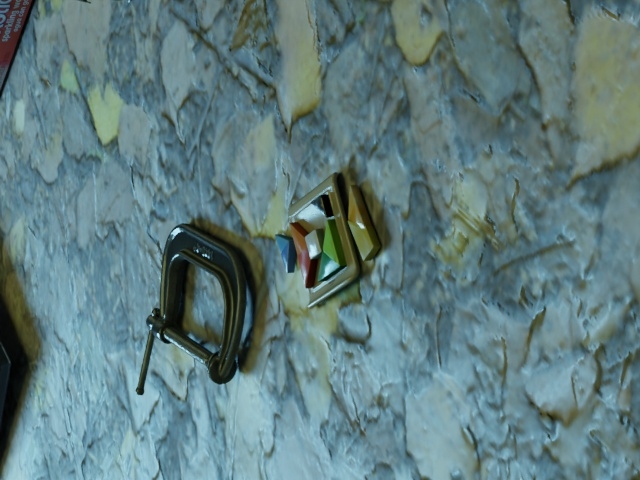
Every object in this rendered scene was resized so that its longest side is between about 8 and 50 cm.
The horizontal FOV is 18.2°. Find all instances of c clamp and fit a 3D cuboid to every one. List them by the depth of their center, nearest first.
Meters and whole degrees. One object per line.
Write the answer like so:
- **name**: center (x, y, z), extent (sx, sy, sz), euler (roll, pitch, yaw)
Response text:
- **c clamp**: center (-0.090, 0.059, 1.437), extent (0.160, 0.022, 0.137), euler (15, 100, 62)

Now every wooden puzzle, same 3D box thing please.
- **wooden puzzle**: center (0.000, 0.000, 1.268), extent (0.116, 0.014, 0.078), euler (-46, 52, 54)

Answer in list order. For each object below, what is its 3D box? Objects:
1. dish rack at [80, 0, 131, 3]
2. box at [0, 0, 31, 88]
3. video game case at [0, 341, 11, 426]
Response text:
- **dish rack**: center (-0.195, -0.294, 1.431), extent (0.074, 0.208, 0.271), euler (-56, -8, -50)
- **box**: center (-0.325, -0.243, 1.737), extent (0.257, 0.122, 0.128), euler (-60, 43, 45)
- **video game case**: center (-0.361, 0.091, 1.900), extent (0.274, 0.026, 0.196), euler (56, 144, 37)
